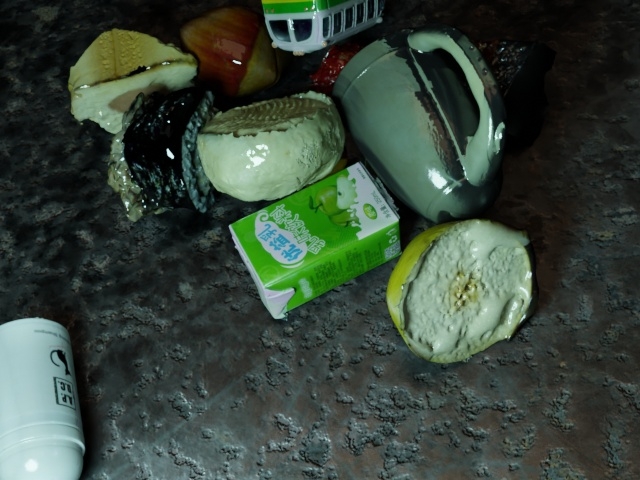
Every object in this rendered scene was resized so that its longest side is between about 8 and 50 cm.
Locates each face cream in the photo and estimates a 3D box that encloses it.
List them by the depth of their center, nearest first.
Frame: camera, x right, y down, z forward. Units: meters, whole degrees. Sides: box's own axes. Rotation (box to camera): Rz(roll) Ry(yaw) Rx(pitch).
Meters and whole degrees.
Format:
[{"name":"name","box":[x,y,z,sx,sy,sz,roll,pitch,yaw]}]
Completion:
[{"name":"face cream","box":[-0.439,0.312,1.573,0.145,0.145,0.370,-18,57,-3]}]

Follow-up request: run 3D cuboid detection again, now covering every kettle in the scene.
[{"name":"kettle","box":[0.201,-0.193,1.680,0.228,0.321,0.324,-10,58,-30]}]

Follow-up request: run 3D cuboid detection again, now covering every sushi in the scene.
[{"name":"sushi","box":[-0.290,-0.166,1.826,0.218,0.225,0.238,6,30,27]},{"name":"sushi","box":[0.319,-0.286,1.846,0.150,0.153,0.172,19,92,43]}]

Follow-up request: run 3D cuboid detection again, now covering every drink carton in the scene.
[{"name":"drink carton","box":[0.000,0.000,1.730,0.271,0.108,0.161,-26,54,-7]}]

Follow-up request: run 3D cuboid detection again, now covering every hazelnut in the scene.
[{"name":"hazelnut","box":[-0.169,-0.365,1.955,0.180,0.212,0.181,-13,94,28]}]

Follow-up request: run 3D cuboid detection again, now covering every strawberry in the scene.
[{"name":"strawberry","box":[0.081,-0.318,1.930,0.208,0.087,0.167,15,60,24]}]

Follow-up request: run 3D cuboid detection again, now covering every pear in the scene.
[{"name":"pear","box":[0.202,0.053,1.630,0.267,0.267,0.178,-32,34,-12]}]

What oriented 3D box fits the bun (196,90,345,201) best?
[{"name":"bun","box":[-0.079,-0.152,1.729,0.259,0.152,0.259,-9,21,4]}]

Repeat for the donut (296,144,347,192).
[{"name":"donut","box":[-0.014,-0.143,1.856,0.140,0.059,0.140,-5,56,7]}]

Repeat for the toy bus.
[{"name":"toy bus","box":[0.018,-0.475,1.946,0.143,0.179,0.305,4,25,31]}]

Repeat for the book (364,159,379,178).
[{"name":"book","box":[0.170,-0.194,1.888,0.167,0.013,0.192,-1,56,9]}]

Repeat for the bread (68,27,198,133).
[{"name":"bread","box":[-0.361,-0.275,1.925,0.224,0.184,0.211,32,68,29]}]
